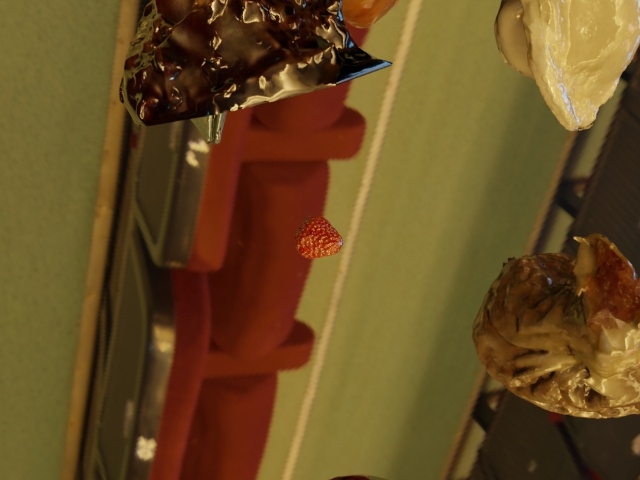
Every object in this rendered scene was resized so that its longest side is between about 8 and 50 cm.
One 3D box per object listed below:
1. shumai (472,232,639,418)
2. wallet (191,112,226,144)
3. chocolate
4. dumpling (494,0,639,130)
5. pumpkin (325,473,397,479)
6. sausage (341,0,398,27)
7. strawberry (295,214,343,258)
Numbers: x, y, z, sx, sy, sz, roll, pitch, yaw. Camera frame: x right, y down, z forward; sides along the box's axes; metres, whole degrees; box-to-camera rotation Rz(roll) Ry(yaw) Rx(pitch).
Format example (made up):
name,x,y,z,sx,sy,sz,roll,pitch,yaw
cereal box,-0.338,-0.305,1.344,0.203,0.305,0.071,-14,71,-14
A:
name,x,y,z,sx,sy,sz,roll,pitch,yaw
shumai,0.255,0.081,1.090,0.175,0.205,0.166,70,35,-75
wallet,-0.117,-0.276,1.382,0.054,0.251,0.291,15,101,-13
chocolate,-0.081,-0.203,0.939,0.206,0.224,0.177,-29,108,-52
dumpling,0.201,-0.194,0.932,0.136,0.118,0.199,15,71,-41
pumpkin,0.025,0.341,1.018,0.248,0.248,0.248,-19,134,-21
sausage,0.015,-0.310,1.269,0.109,0.109,0.270,-52,158,13
strawberry,0.000,0.000,1.834,0.073,0.083,0.073,-41,146,-37
